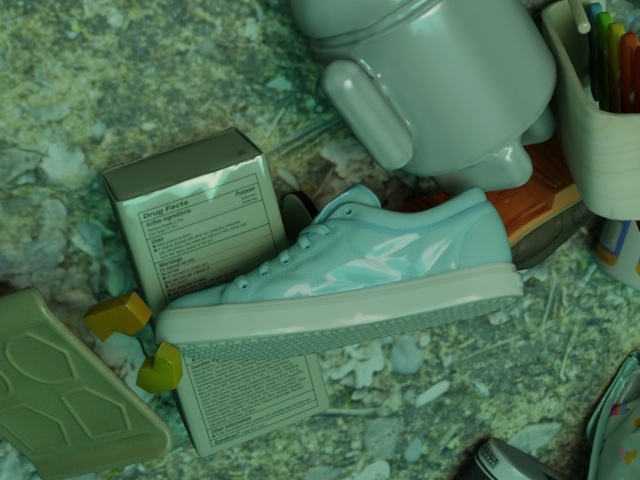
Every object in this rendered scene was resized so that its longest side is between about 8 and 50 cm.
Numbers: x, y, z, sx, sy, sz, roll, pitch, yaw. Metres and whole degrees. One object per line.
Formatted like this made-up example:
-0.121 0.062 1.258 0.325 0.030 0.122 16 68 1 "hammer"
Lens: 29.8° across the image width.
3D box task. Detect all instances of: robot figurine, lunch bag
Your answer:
0.101 -0.206 1.199 0.353 0.199 0.300 54 48 -27 "robot figurine"
0.456 0.290 1.515 0.223 0.262 0.160 31 140 -24 "lunch bag"

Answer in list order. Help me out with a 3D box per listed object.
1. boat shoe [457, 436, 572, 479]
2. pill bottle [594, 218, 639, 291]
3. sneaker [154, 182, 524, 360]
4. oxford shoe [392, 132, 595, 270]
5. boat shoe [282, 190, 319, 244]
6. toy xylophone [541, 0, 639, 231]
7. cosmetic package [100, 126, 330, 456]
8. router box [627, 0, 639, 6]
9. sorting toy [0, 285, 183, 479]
0.302 0.369 1.539 0.306 0.113 0.105 32 104 -23 "boat shoe"
0.427 -0.077 1.387 0.152 0.152 0.272 8 107 -21 "pill bottle"
0.010 0.027 1.202 0.365 0.135 0.150 -9 74 -9 "sneaker"
0.180 0.009 1.342 0.363 0.130 0.133 -30 138 -8 "oxford shoe"
-0.001 0.000 1.334 0.042 0.049 0.133 -41 115 -32 "boat shoe"
0.282 -0.164 1.213 0.081 0.323 0.236 -8 132 3 "toy xylophone"
-0.108 0.056 1.278 0.160 0.113 0.309 -19 114 -12 "cosmetic package"
0.490 -0.230 1.249 0.301 0.335 0.082 18 103 -23 "router box"
-0.248 0.138 1.213 0.307 0.041 0.229 -18 121 34 "sorting toy"
